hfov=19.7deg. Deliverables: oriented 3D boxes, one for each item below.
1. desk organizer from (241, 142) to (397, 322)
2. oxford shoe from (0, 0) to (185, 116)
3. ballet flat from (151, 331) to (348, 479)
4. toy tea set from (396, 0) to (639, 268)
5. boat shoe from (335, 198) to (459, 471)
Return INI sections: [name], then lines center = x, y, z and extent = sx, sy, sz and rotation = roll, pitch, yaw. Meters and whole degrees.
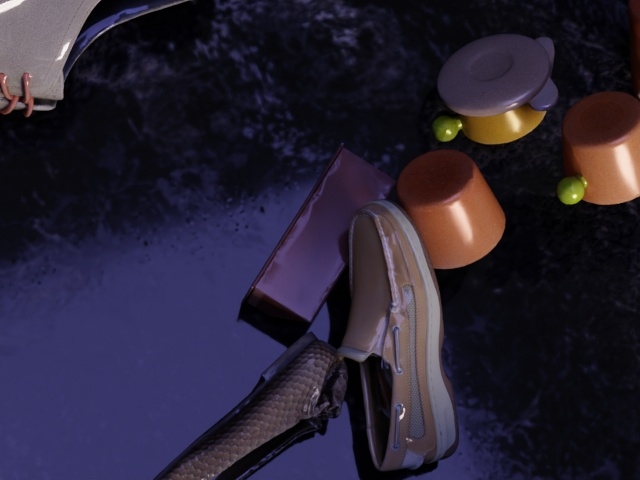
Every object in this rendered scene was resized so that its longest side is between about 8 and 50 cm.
[desk organizer]
center = 0.000, 0.000, 1.333
extent = 0.050, 0.047, 0.130
rotation = 32, 71, 0
[oxford shoe]
center = -0.254, -0.143, 1.294
extent = 0.397, 0.140, 0.146
rotation = -34, 88, -15
[ballet flat]
center = -0.069, 0.162, 1.258
extent = 0.058, 0.084, 0.250
rotation = 43, 66, 7
[toy tea set]
center = 0.202, -0.075, 1.358
extent = 0.336, 0.124, 0.200
rotation = -20, 42, 4
[boat shoe]
center = 0.044, 0.068, 1.282
extent = 0.072, 0.068, 0.190
rotation = -13, 89, -30
